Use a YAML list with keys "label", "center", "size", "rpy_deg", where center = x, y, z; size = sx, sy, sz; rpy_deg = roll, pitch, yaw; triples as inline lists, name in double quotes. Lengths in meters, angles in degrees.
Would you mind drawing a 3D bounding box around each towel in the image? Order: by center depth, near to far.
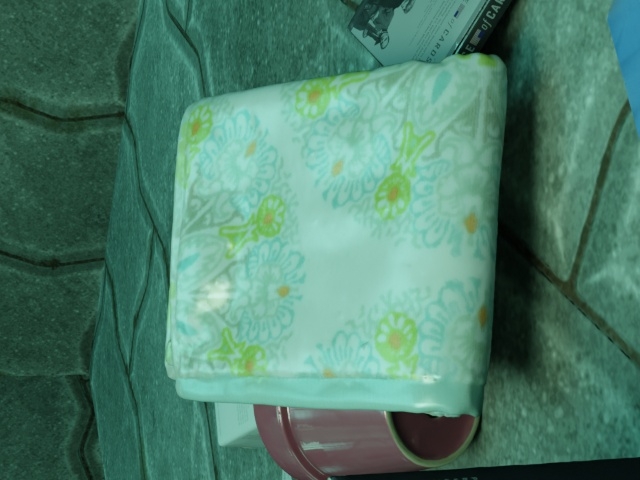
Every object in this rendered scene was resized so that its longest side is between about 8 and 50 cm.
- label: "towel"
  center: [0.000, 0.000, 1.067]
  size: [0.374, 0.090, 0.320]
  rpy_deg: [-2, 82, 39]

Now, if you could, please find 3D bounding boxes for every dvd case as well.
- label: "dvd case"
  center: [0.116, -0.252, 1.149]
  size: [0.179, 0.029, 0.238]
  rpy_deg: [-59, 30, 18]

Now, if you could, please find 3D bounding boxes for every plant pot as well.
- label: "plant pot"
  center: [0.060, 0.163, 1.158]
  size: [0.180, 0.201, 0.201]
  rpy_deg: [-9, 80, 54]

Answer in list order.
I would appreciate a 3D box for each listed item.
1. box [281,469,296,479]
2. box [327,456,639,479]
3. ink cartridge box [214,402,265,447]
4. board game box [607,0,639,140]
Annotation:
- label: "box"
  center: [0.036, 0.349, 1.337]
  size: [0.290, 0.087, 0.169]
  rpy_deg: [-176, 87, -70]
- label: "box"
  center: [0.151, 0.328, 0.695]
  size: [0.179, 0.312, 0.343]
  rpy_deg: [-132, 47, -62]
- label: "ink cartridge box"
  center: [-0.033, 0.100, 1.599]
  size: [0.385, 0.091, 0.308]
  rpy_deg: [-34, 55, 46]
- label: "board game box"
  center: [0.271, -0.141, 0.798]
  size: [0.133, 0.033, 0.168]
  rpy_deg: [-39, 58, 58]
